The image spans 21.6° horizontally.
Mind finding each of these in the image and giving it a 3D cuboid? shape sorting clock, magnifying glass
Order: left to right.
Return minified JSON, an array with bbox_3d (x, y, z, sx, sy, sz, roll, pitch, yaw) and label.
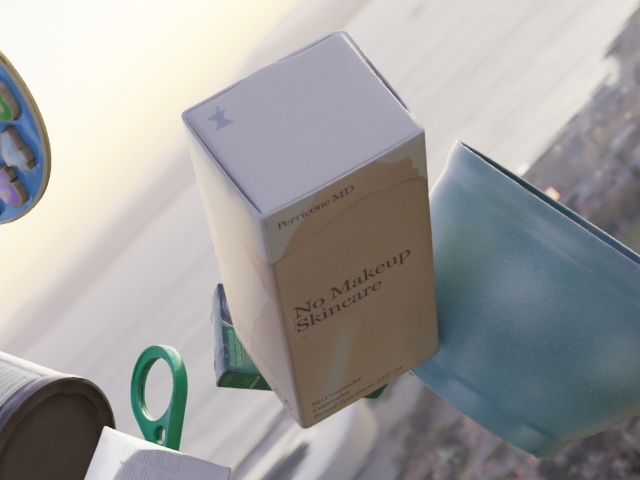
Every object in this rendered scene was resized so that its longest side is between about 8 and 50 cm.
[{"bbox_3d":[-0.291,-0.095,1.262,0.206,0.206,0.040,-40,5,46],"label":"shape sorting clock"},{"bbox_3d":[-0.176,0.230,1.905,0.092,0.026,0.231,-30,59,43],"label":"magnifying glass"}]

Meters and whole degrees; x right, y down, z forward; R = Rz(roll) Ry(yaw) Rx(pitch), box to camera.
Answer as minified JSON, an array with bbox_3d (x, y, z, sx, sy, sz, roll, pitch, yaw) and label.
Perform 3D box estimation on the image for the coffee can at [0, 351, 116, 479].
[{"bbox_3d":[-0.379,0.201,1.732,0.275,0.201,0.201,15,49,31],"label":"coffee can"}]

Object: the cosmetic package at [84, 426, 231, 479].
[{"bbox_3d":[-0.124,0.210,1.098,0.239,0.099,0.060,-80,12,-71],"label":"cosmetic package"}]

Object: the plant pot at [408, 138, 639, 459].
[{"bbox_3d":[0.191,0.070,1.502,0.196,0.293,0.293,-57,5,7],"label":"plant pot"}]

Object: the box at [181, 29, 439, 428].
[{"bbox_3d":[0.000,0.000,1.317,0.148,0.121,0.311,-29,-32,-12],"label":"box"}]

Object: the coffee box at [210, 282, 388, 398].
[{"bbox_3d":[-0.022,0.106,1.777,0.040,0.184,0.113,121,150,-50],"label":"coffee box"}]
